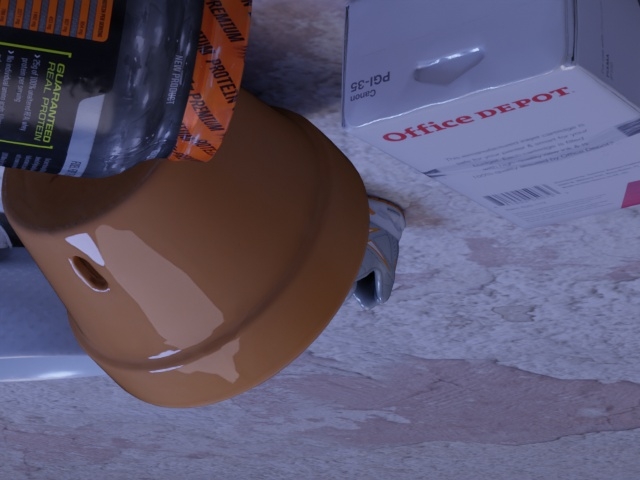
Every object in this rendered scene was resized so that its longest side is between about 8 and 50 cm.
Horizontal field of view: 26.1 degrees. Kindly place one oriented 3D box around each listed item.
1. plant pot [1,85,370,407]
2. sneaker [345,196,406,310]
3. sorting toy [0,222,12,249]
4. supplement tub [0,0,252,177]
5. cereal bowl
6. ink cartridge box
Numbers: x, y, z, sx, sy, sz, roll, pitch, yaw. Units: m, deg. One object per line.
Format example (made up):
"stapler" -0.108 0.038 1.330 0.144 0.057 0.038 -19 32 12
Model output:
"plant pot" -0.130 -0.031 1.178 0.290 0.291 0.203 -10 141 30
"sneaker" 0.000 0.000 1.446 0.099 0.121 0.262 -17 154 40
"sorting toy" -0.396 -0.005 1.591 0.083 0.045 0.075 -6 174 -8
"supplement tub" -0.226 -0.153 0.895 0.337 0.207 0.207 8 160 -17
"cereal bowl" -0.370 0.090 1.666 0.338 0.141 0.339 -3 169 -1
"ink cartridge box" 0.179 -0.116 1.105 0.207 0.117 0.283 -13 157 36
